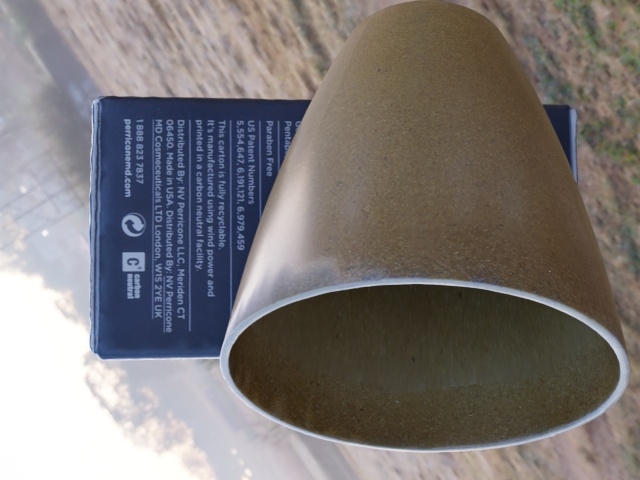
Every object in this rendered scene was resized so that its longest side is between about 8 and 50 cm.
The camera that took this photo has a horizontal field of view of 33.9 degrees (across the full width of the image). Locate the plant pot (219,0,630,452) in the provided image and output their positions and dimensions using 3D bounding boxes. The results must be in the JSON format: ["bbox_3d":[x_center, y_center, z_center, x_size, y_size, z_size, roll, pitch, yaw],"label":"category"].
[{"bbox_3d":[0.065,-0.023,0.682,0.237,0.237,0.254,70,-160,-56],"label":"plant pot"}]

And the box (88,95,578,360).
[{"bbox_3d":[0.000,0.000,0.971,0.293,0.396,0.211,144,125,-82],"label":"box"}]
